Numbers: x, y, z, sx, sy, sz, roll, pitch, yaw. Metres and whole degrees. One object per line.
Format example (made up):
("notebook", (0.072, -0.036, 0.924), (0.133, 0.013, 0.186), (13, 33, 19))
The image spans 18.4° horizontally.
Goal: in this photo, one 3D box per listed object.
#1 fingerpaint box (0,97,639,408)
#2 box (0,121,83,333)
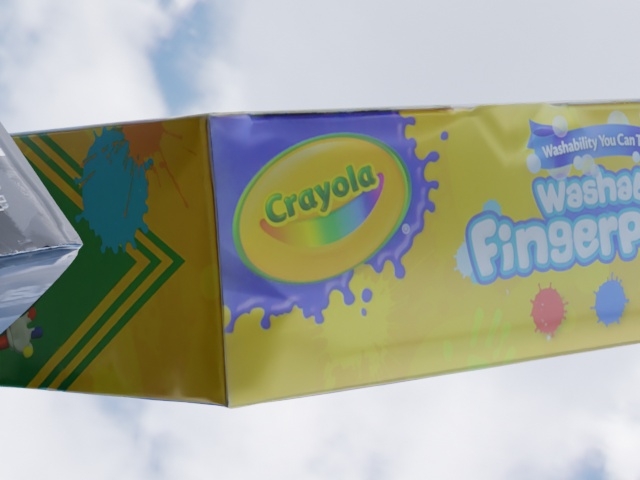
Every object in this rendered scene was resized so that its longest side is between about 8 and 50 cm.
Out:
("fingerpaint box", (0.000, 0.000, 1.266), (0.371, 0.445, 0.163), (-2, -87, 50))
("box", (-0.249, -0.083, 0.637), (0.076, 0.242, 0.307), (-43, -107, 27))
